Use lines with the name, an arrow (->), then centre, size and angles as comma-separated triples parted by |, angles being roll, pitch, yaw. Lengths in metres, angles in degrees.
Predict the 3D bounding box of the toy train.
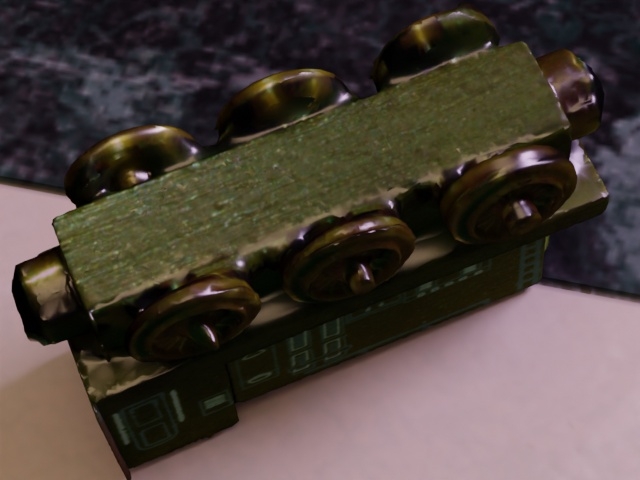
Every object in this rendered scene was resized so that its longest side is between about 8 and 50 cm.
toy train -> 0.000, 0.000, 0.712 | 0.225, 0.137, 0.090 | -21, 64, -6
